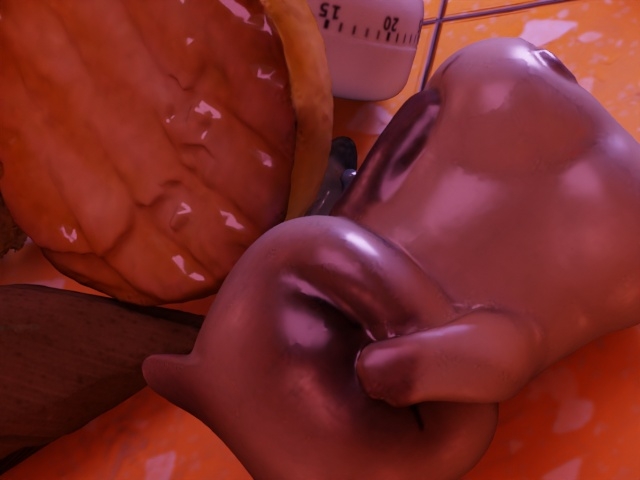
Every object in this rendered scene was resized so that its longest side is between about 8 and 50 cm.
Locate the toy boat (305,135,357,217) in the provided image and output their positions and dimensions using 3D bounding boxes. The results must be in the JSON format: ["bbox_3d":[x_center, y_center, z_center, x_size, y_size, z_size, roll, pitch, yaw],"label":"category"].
[{"bbox_3d":[0.000,0.000,1.460,0.134,0.079,0.207,14,59,36],"label":"toy boat"}]

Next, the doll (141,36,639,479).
[{"bbox_3d":[0.082,0.026,1.288,0.370,0.215,0.226,-43,6,-16],"label":"doll"}]

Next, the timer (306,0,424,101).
[{"bbox_3d":[-0.043,-0.160,1.536,0.233,0.233,0.240,25,104,43],"label":"timer"}]

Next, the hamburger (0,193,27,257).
[{"bbox_3d":[-0.294,-0.072,1.635,0.243,0.139,0.261,15,86,60],"label":"hamburger"}]

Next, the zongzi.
[{"bbox_3d":[-0.363,0.177,1.339,0.467,0.218,0.500,-9,26,26],"label":"zongzi"}]

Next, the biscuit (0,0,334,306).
[{"bbox_3d":[-0.117,-0.100,1.404,0.296,0.296,0.102,4,14,34],"label":"biscuit"}]
